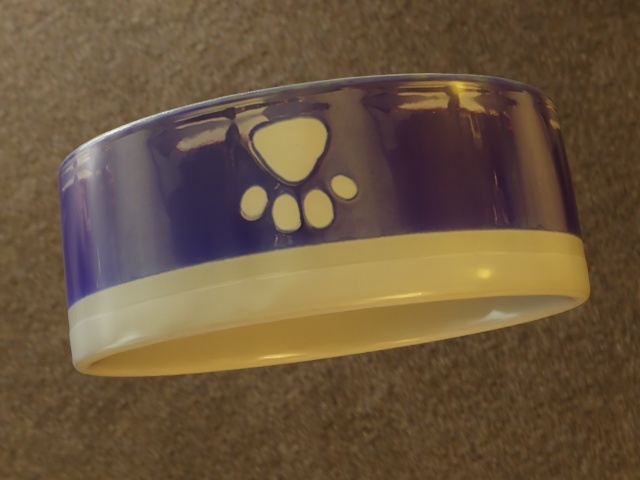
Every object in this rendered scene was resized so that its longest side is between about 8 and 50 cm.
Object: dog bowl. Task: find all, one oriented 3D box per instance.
[{"bbox_3d":[0.000,0.000,0.792,0.264,0.265,0.104,-10,81,14],"label":"dog bowl"}]
